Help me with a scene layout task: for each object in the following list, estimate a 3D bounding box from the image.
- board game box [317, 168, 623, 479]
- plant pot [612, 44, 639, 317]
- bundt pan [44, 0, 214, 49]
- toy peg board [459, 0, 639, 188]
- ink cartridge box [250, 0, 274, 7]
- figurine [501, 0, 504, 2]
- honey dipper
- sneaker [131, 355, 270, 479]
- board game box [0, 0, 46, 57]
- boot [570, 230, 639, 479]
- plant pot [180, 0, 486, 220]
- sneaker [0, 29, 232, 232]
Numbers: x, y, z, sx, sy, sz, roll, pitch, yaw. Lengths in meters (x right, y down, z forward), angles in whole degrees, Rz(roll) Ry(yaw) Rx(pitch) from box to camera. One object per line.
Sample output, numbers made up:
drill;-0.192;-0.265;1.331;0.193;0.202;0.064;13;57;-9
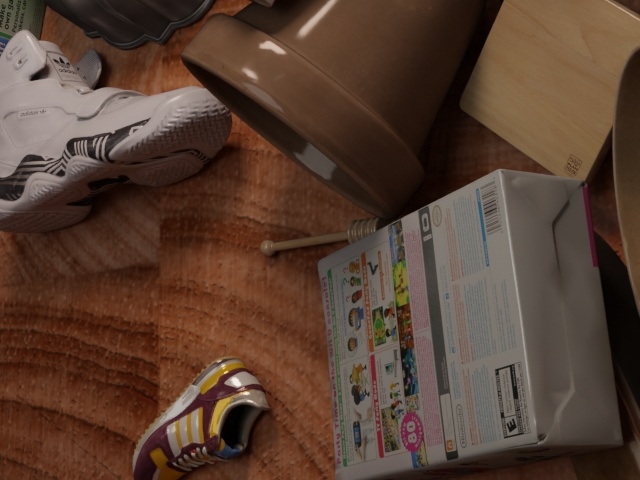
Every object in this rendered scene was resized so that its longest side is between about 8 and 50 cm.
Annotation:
board game box;0.117;0.090;1.222;0.303;0.098;0.224;-26;65;56
plant pot;0.356;-0.024;1.064;0.191;0.284;0.284;-10;72;-3
bundt pan;-0.234;-0.398;1.633;0.331;0.124;0.330;-8;76;34
toy peg board;0.235;-0.155;1.281;0.161;0.079;0.160;41;121;35
ink cartridge box;-0.014;-0.397;1.274;0.370;0.069;0.176;-62;31;3
figurine;0.215;-0.368;1.330;0.209;0.092;0.214;-31;63;19
honey dipper;0.000;0.000;1.439;0.161;0.030;0.030;-9;75;36
sneaker;-0.128;0.211;1.464;0.185;0.070;0.084;-53;51;17
board game box;-0.429;-0.293;1.697;0.046;0.213;0.317;5;83;37
boot;0.243;0.128;1.194;0.115;0.112;0.305;-36;64;38
plant pot;0.035;-0.183;1.338;0.263;0.263;0.229;34;85;36
sneaker;-0.262;-0.153;1.592;0.366;0.137;0.210;-21;72;35
